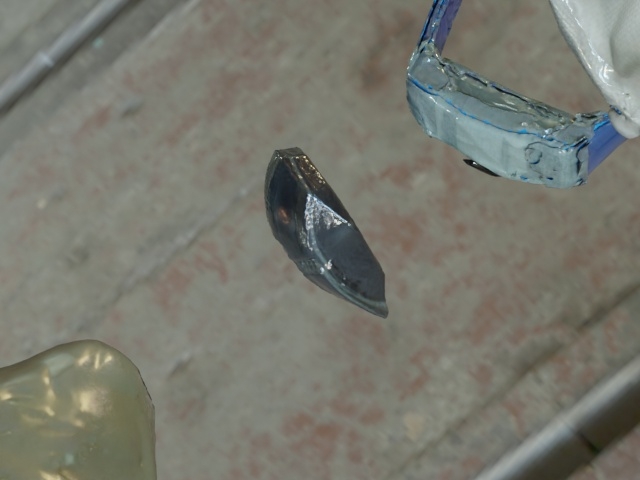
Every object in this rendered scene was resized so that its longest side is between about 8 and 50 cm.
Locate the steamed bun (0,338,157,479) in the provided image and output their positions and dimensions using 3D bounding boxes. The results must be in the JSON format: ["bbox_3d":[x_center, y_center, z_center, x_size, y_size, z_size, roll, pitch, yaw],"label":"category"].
[{"bbox_3d":[-0.184,0.186,1.078,0.218,0.211,0.144,-14,45,-24],"label":"steamed bun"}]

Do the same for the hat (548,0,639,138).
[{"bbox_3d":[0.190,-0.134,0.622,0.226,0.219,0.164,-41,-5,-46],"label":"hat"}]

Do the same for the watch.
[{"bbox_3d":[0.214,-0.154,1.264,0.276,0.068,0.275,19,66,17],"label":"watch"}]

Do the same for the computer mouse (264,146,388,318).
[{"bbox_3d":[0.000,0.000,1.497,0.062,0.192,0.106,-34,43,-4],"label":"computer mouse"}]
